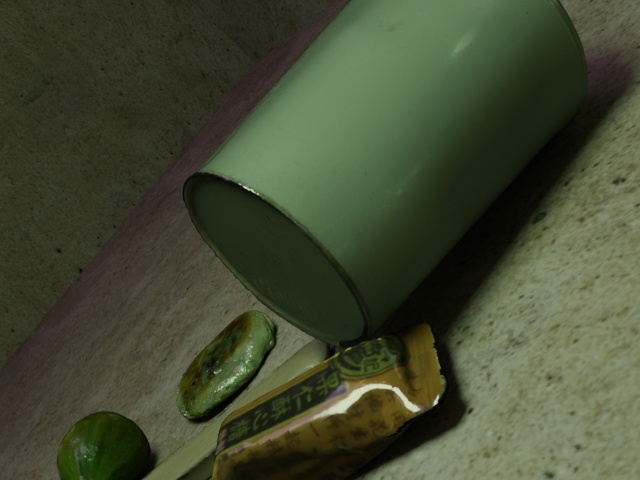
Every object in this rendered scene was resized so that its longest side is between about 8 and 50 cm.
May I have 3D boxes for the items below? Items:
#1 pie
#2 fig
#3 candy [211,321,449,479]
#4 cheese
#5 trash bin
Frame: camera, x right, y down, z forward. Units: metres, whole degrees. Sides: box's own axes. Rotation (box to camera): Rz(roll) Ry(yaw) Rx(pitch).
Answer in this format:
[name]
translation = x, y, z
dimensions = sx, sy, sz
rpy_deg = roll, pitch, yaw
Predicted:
[pie]
translation = -0.135, 0.173, 1.359
dimensions = 0.187, 0.041, 0.187
rpy_deg = -41, 18, 16
[fig]
translation = -0.293, 0.295, 1.292
dimensions = 0.123, 0.123, 0.156
rpy_deg = -48, 3, -4
[candy]
translation = 0.006, 0.171, 0.920
dimensions = 0.271, 0.101, 0.143
rpy_deg = -35, 25, 19
[cheese]
translation = -0.137, 0.257, 1.184
dimensions = 0.400, 0.034, 0.085
rpy_deg = -42, 20, 17
[trash bin]
translation = 0.085, -0.122, 1.041
dimensions = 0.432, 0.280, 0.280
rpy_deg = -48, 16, -23
